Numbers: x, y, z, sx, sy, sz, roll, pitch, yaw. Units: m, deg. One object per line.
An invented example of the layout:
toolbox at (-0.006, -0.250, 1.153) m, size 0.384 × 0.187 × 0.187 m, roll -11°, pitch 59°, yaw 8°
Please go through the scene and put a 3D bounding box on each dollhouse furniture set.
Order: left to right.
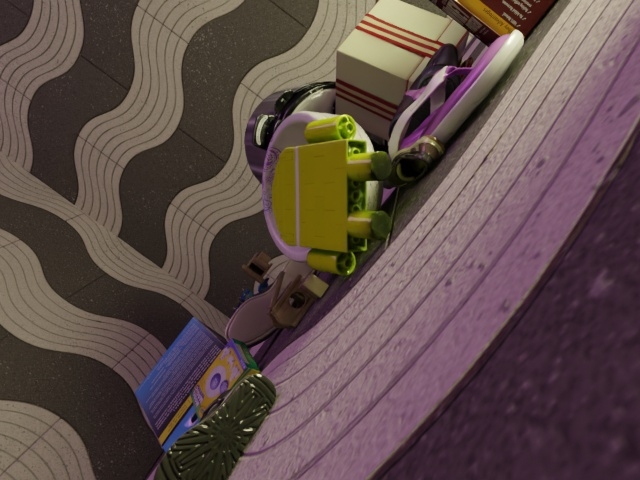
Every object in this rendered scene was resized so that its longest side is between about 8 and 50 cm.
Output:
dollhouse furniture set at (-0.094, 0.095, 0.935) m, size 0.101 × 0.161 × 0.182 m, roll -54°, pitch 1°, yaw -17°

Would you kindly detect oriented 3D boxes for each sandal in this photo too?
sandal at (0.173, -0.206, 0.810) m, size 0.169 × 0.102 × 0.416 m, roll -55°, pitch 3°, yaw -26°

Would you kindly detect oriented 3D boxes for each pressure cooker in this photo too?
pressure cooker at (-0.013, -0.282, 1.397) m, size 0.370 × 0.375 × 0.420 m, roll -36°, pitch 25°, yaw -14°

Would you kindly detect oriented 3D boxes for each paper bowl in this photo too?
paper bowl at (0.010, -0.102, 0.923) m, size 0.148 × 0.284 × 0.284 m, roll -4°, pitch -32°, yaw -35°

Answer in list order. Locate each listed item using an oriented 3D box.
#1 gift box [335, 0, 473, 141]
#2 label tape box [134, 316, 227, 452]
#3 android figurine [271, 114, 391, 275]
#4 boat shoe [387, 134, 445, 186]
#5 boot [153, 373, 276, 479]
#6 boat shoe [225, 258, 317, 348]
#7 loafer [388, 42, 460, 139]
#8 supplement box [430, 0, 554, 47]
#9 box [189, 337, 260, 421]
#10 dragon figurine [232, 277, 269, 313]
gift box at (0.205, -0.384, 1.137) m, size 0.255 × 0.258 × 0.276 m, roll -56°, pitch -17°, yaw -17°
label tape box at (-0.295, 0.363, 1.151) m, size 0.249 × 0.115 × 0.348 m, roll -54°, pitch 35°, yaw -13°
android figurine at (0.004, -0.070, 0.757) m, size 0.273 × 0.056 × 0.248 m, roll 4°, pitch 96°, yaw 53°
boat shoe at (0.140, -0.118, 0.756) m, size 0.049 × 0.056 × 0.152 m, roll -49°, pitch 1°, yaw -21°
boot at (-0.149, 0.261, 0.637) m, size 0.190 × 0.076 × 0.208 m, roll -38°, pitch 0°, yaw -33°
boat shoe at (-0.115, 0.165, 1.208) m, size 0.335 × 0.112 × 0.095 m, roll -48°, pitch -19°, yaw -36°
loafer at (0.210, -0.276, 0.937) m, size 0.267 × 0.096 × 0.084 m, roll 121°, pitch 166°, yaw -72°
supplement box at (0.297, -0.443, 0.760) m, size 0.194 × 0.191 × 0.129 m, roll -52°, pitch 2°, yaw 19°
box at (-0.206, 0.303, 0.971) m, size 0.179 × 0.043 × 0.105 m, roll -55°, pitch 37°, yaw 5°
dragon figurine at (-0.160, 0.169, 1.387) m, size 0.085 × 0.144 × 0.289 m, roll -52°, pitch 2°, yaw 19°
